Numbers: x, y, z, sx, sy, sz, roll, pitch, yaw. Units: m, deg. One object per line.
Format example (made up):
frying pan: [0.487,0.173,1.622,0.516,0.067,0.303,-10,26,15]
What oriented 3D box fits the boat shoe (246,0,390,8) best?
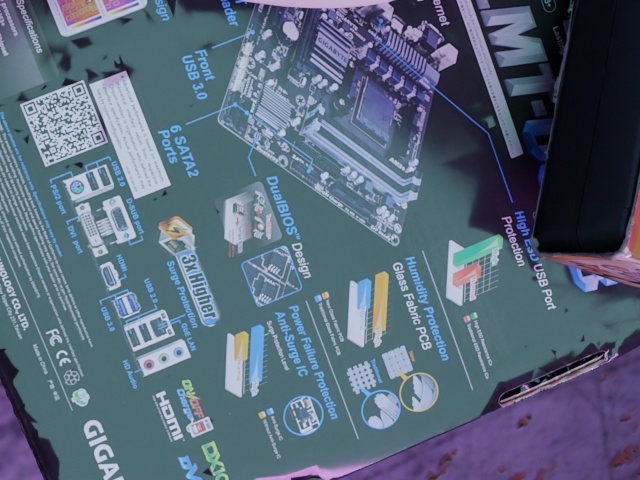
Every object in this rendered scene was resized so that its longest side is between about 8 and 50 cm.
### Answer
boat shoe: [-0.090,-0.175,0.546,0.305,0.091,0.109,23,121,-5]

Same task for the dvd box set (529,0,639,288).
dvd box set: [0.294,-0.087,0.729,0.420,0.062,0.307,16,80,-32]

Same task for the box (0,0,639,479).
box: [-0.017,-0.049,0.664,0.293,0.073,0.295,-23,103,-9]
